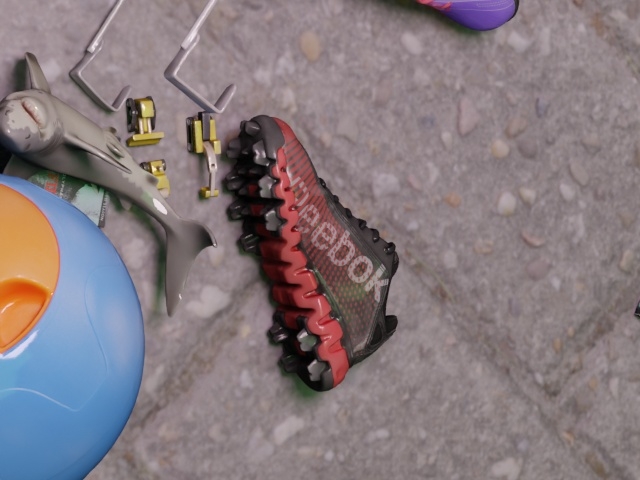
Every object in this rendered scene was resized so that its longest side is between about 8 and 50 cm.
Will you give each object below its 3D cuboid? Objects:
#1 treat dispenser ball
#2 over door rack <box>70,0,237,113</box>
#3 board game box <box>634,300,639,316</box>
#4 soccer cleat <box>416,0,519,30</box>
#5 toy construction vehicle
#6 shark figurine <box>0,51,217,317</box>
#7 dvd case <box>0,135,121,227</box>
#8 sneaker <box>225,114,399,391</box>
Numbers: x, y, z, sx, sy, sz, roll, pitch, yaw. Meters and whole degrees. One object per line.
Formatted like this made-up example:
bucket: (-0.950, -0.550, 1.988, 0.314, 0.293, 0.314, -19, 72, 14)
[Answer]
treat dispenser ball: (-0.288, 0.086, 1.390, 0.288, 0.288, 0.288, -3, 96, -26)
over door rack: (-0.116, -0.274, 1.468, 0.108, 0.239, 0.324, 24, 83, -28)
board game box: (0.445, 0.066, 1.899, 0.186, 0.026, 0.126, 30, 82, -26)
soccer cleat: (0.063, -0.275, 1.607, 0.318, 0.108, 0.116, 36, 59, -33)
toy construction vehicle: (-0.135, -0.086, 1.590, 0.086, 0.035, 0.098, -5, 97, -26)
shark figurine: (-0.220, -0.053, 1.520, 0.116, 0.166, 0.278, -42, 132, 10)
dvd case: (-0.245, -0.063, 1.550, 0.119, 0.013, 0.087, 11, 90, -28)
sneaker: (0.000, 0.000, 1.632, 0.135, 0.097, 0.276, -25, 107, -22)
